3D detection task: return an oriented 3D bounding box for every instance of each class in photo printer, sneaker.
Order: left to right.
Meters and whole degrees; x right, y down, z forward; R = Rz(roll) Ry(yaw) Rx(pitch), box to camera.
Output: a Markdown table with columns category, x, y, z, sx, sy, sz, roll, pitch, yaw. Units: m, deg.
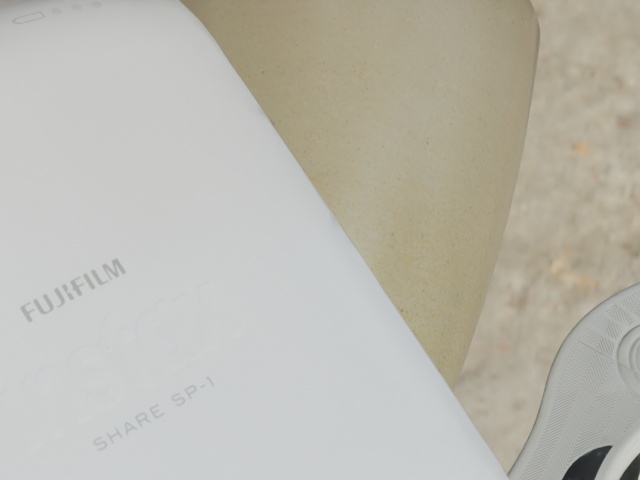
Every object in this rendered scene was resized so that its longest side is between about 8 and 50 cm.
| category | x | y | z | sx | sy | sz | roll | pitch | yaw |
| --- | --- | --- | --- | --- | --- | --- | --- | --- | --- |
| photo printer | -0.099 | 0.050 | 0.794 | 0.256 | 0.107 | 0.307 | -28 | 79 | -28 |
| sneaker | 0.151 | 0.125 | 1.126 | 0.079 | 0.121 | 0.217 | 29 | 62 | 19 |

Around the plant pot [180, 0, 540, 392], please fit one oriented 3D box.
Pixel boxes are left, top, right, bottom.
| category | x | y | z | sx | sy | sz | roll | pitch | yaw |
| --- | --- | --- | --- | --- | --- | --- | --- | --- | --- |
| plant pot | 0.000 | 0.000 | 1.147 | 0.256 | 0.256 | 0.274 | 3 | 65 | -2 |
